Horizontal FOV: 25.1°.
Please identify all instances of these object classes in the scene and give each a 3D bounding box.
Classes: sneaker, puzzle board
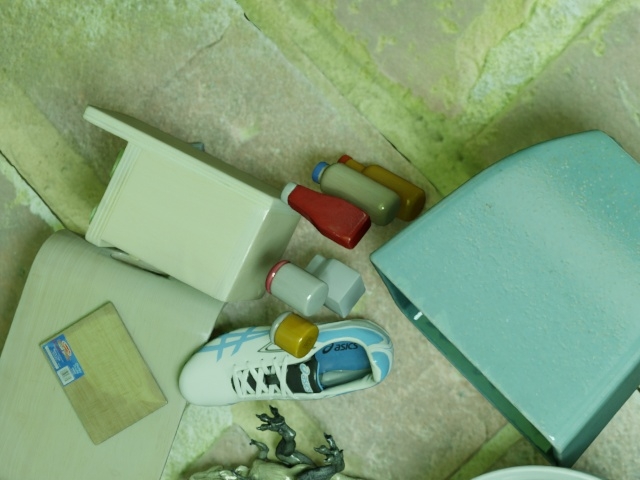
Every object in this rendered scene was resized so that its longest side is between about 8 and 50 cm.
[{"bbox_3d":[-0.040,0.135,1.525,0.237,0.086,0.085,-11,105,8],"label":"sneaker"},{"bbox_3d":[-0.237,0.146,1.574,0.096,0.011,0.128,-31,84,9],"label":"puzzle board"}]

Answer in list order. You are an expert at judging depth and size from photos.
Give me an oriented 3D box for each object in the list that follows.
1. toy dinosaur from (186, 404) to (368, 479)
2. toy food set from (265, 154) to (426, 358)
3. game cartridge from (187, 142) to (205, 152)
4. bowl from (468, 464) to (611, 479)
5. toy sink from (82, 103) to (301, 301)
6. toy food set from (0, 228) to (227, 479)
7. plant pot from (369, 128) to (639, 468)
[{"bbox_3d":[-0.017,0.245,1.530,0.268,0.064,0.118,7,131,16],"label":"toy dinosaur"},{"bbox_3d":[0.000,0.000,1.496,0.104,0.111,0.232,30,73,25],"label":"toy food set"},{"bbox_3d":[-0.160,-0.070,1.645,0.056,0.017,0.083,-2,85,23],"label":"game cartridge"},{"bbox_3d":[0.229,0.335,1.364,0.298,0.134,0.298,4,103,19],"label":"bowl"},{"bbox_3d":[-0.159,-0.035,1.553,0.234,0.153,0.131,27,95,11],"label":"toy sink"},{"bbox_3d":[-0.249,0.164,1.629,0.220,0.092,0.306,20,94,9],"label":"toy food set"},{"bbox_3d":[0.234,0.042,1.383,0.252,0.248,0.247,-43,72,-2],"label":"plant pot"}]
